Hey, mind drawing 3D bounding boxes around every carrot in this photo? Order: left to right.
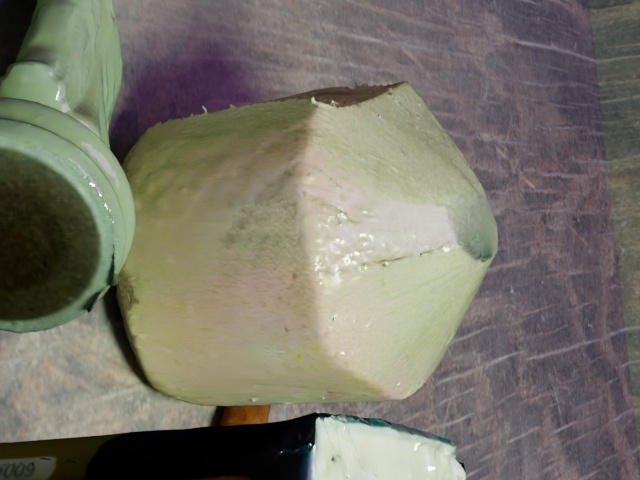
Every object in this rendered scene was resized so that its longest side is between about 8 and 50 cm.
[{"bbox_3d":[-0.067,0.147,1.663,0.224,0.057,0.057,-80,151,-44],"label":"carrot"}]

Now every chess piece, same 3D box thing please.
[{"bbox_3d":[-0.203,-0.077,1.318,0.298,0.175,0.176,-80,153,-57],"label":"chess piece"}]

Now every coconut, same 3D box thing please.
[{"bbox_3d":[0.000,0.000,1.519,0.297,0.309,0.297,-7,90,-66],"label":"coconut"}]

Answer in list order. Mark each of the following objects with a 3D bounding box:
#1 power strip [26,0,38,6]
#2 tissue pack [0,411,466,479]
[{"bbox_3d":[-0.245,-0.239,1.381,0.227,0.029,0.080,27,61,-62],"label":"power strip"},{"bbox_3d":[-0.127,0.249,1.046,0.253,0.416,0.264,22,64,-62],"label":"tissue pack"}]
